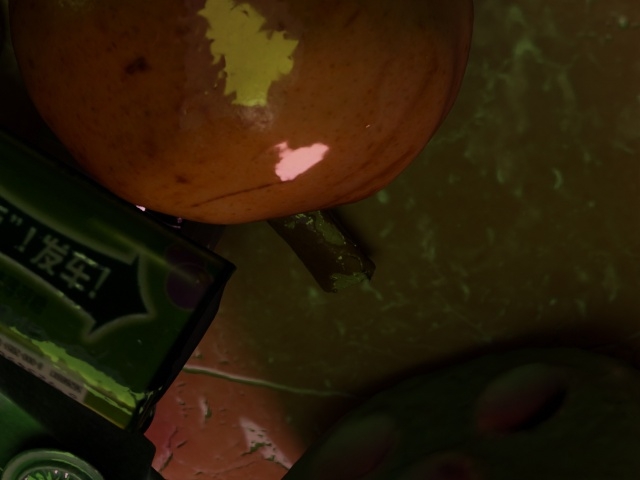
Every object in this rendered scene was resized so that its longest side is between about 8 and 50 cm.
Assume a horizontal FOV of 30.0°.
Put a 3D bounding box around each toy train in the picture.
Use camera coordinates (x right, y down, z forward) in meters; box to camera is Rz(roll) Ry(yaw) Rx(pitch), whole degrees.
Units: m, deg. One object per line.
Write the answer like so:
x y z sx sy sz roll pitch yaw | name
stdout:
-0.312 0.129 0.950 0.253 0.160 0.397 -34 113 27 | toy train

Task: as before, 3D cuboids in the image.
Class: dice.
0.146 0.293 0.886 0.330 0.318 0.322 -23 116 22 | dice

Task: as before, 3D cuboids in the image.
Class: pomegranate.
-0.032 -0.134 0.670 0.264 0.264 0.264 5 124 7 | pomegranate

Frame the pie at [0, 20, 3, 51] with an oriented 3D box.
-0.295 -0.153 0.832 0.154 0.038 0.153 5 123 8 | pie

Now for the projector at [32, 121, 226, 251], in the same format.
-0.151 -0.017 0.884 0.147 0.061 0.115 26 125 -7 | projector

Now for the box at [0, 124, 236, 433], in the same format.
-0.232 -0.014 0.796 0.346 0.097 0.134 30 85 0 | box

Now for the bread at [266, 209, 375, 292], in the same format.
0.000 0.000 0.886 0.047 0.036 0.083 -23 118 32 | bread
